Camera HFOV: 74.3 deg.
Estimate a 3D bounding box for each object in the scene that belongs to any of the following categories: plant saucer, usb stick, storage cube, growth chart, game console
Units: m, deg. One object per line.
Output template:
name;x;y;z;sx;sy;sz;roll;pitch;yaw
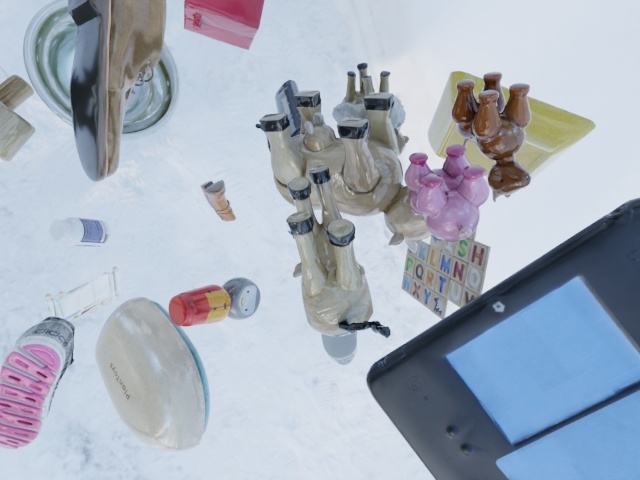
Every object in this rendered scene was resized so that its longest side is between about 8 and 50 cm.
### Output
plant saucer;0.437;-0.249;1.070;0.332;0.333;0.081;25;81;9
usb stick;-0.066;-0.290;0.973;0.045;0.278;0.077;22;123;-28
plant saucer;-0.614;-0.475;1.214;0.400;0.100;0.401;5;83;-39
storage cube;-0.254;-0.664;1.141;0.193;0.183;0.215;12;92;-19
growth chart;-0.708;0.173;1.281;0.237;0.021;0.172;-33;155;-51
game console;0.296;0.194;0.479;0.386;0.060;0.342;-38;92;18

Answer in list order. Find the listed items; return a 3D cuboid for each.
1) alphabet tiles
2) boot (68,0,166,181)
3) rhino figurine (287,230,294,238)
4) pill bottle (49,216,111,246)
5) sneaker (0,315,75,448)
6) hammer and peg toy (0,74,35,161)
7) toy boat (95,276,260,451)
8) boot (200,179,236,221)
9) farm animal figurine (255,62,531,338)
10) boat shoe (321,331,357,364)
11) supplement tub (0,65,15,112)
alphabet tiles;0.219;0.037;0.773;0.009;0.237;0.198;2;104;-18
boot;-0.272;-0.231;0.579;0.115;0.112;0.306;-6;109;-51
rhino figurine;0.000;0.000;1.484;0.243;0.106;0.073;18;73;-15
pill bottle;-0.563;-0.020;0.991;0.067;0.067;0.120;-63;161;7
sneaker;-0.299;0.145;0.438;0.063;0.075;0.170;28;112;-18
hammer and peg toy;-0.535;-0.262;0.565;0.127;0.361;0.266;-55;155;-19
toy boat;-0.224;0.178;0.684;0.318;0.267;0.148;-48;157;26
boot;-0.339;-0.130;1.467;0.073;0.197;0.152;-34;114;-16
farm animal figurine;0.053;-0.052;0.465;0.330;0.326;0.172;-34;132;-27
boat shoe;0.025;0.111;0.758;0.077;0.220;0.070;-7;153;6
supplement tub;-0.950;-0.413;1.065;0.228;0.316;0.228;-39;149;-29
